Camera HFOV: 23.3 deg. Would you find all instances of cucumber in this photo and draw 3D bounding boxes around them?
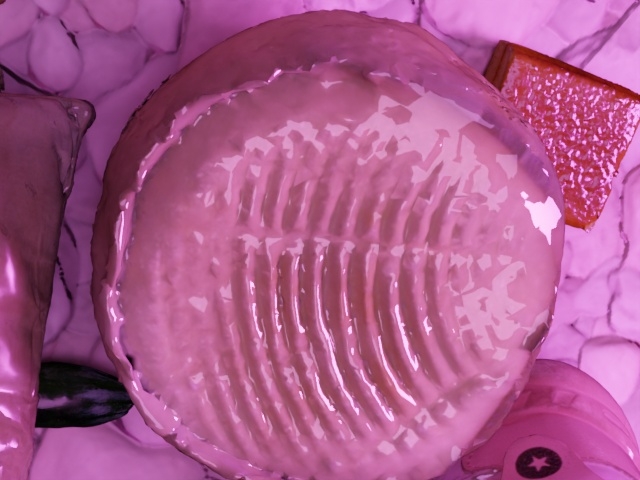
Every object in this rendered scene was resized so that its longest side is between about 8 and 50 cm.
[{"bbox_3d":[-0.173,0.087,0.870,0.168,0.039,0.039,3,106,-14],"label":"cucumber"}]

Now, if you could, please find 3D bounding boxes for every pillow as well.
[{"bbox_3d":[-0.225,0.064,0.786,0.185,0.075,0.302,8,90,-19],"label":"pillow"}]

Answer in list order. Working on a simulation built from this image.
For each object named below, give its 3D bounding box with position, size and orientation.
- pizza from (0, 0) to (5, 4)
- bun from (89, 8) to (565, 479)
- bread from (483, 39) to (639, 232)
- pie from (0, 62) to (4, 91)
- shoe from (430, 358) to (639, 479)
[{"bbox_3d":[-0.205,-0.188,0.778,0.099,0.036,0.160,-16,109,-10],"label":"pizza"},{"bbox_3d":[0.000,0.000,0.829,0.259,0.152,0.259,-1,109,-2],"label":"bun"},{"bbox_3d":[0.131,-0.060,0.908,0.094,0.035,0.090,18,100,-19],"label":"bread"},{"bbox_3d":[-0.206,-0.076,0.820,0.084,0.020,0.084,-4,106,-15],"label":"pie"},{"bbox_3d":[0.059,0.223,0.888,0.351,0.198,0.172,-43,111,0],"label":"shoe"}]
